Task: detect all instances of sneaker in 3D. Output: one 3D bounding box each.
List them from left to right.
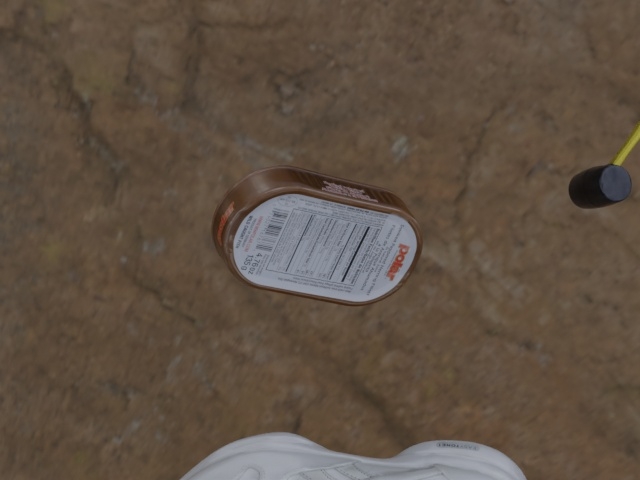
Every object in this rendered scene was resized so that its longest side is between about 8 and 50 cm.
[{"bbox_3d":[0.009,0.225,1.132,0.305,0.114,0.152,-6,25,9],"label":"sneaker"}]

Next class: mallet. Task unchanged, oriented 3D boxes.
[{"bbox_3d":[0.310,-0.106,1.391,0.039,0.062,0.190,42,80,-13],"label":"mallet"}]

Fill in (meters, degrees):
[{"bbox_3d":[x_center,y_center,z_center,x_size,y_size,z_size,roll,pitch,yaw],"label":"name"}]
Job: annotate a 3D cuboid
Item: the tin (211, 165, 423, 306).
[{"bbox_3d":[0.000,0.000,1.225,0.189,0.106,0.040,11,31,-30],"label":"tin"}]
